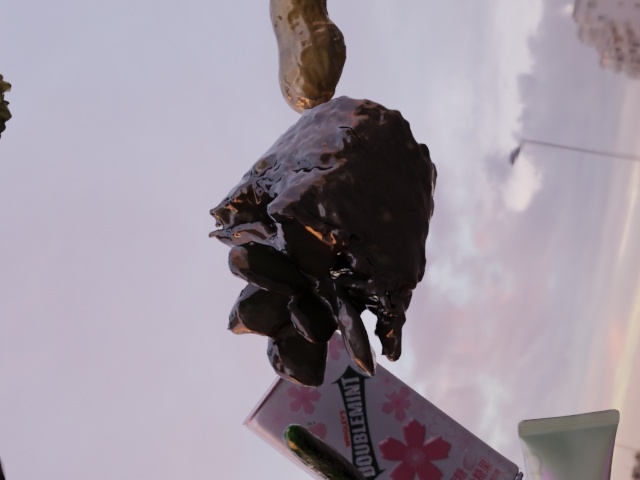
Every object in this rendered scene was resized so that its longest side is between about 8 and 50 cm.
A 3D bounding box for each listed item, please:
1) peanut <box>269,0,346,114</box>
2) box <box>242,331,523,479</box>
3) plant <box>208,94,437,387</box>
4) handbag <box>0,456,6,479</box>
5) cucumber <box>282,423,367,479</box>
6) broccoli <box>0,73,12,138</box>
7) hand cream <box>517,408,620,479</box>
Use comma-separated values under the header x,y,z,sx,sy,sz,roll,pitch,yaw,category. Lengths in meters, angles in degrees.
x,y,z,sx,sy,sz,roll,pitch,yaw,category
-0.021,-0.266,1.302,0.099,0.099,0.214,40,-147,-67,peanut
0.091,0.295,1.386,0.190,0.369,0.112,-54,-1,-11,box
0.000,0.000,0.993,0.199,0.188,0.276,45,-130,-27,plant
-0.458,0.275,0.874,0.302,0.275,0.178,2,-108,-33,handbag
0.015,0.237,1.011,0.184,0.033,0.036,47,-133,-35,cucumber
-0.579,-0.188,1.252,0.293,0.347,0.281,-105,15,-50,broccoli
0.189,0.224,0.746,0.050,0.078,0.205,-106,11,-72,hand cream
